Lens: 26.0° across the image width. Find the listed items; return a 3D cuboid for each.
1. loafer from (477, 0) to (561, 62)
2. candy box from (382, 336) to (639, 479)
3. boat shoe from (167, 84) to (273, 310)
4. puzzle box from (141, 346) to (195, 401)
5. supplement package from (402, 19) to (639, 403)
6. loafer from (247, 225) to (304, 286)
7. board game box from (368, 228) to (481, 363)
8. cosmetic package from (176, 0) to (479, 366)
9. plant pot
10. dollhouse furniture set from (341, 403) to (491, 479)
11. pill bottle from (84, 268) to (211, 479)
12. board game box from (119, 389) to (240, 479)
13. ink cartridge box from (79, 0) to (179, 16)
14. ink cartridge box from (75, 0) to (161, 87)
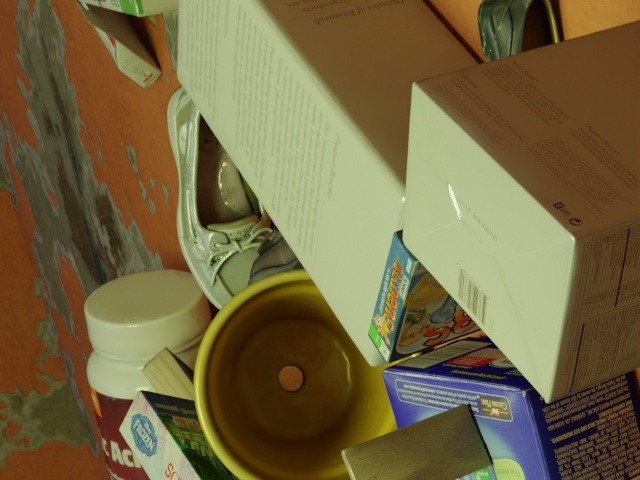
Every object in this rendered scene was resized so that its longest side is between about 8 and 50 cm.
[{"bbox_3d":[0.175,-0.124,1.131,0.061,0.062,0.170,-9,100,63],"label":"loafer"},{"bbox_3d":[0.200,0.260,1.279,0.268,0.122,0.317,-1,104,66],"label":"candy box"},{"bbox_3d":[-0.128,-0.057,1.828,0.103,0.118,0.320,-177,77,-71],"label":"boat shoe"},{"bbox_3d":[-0.081,0.340,1.924,0.272,0.052,0.409,48,179,-43],"label":"puzzle box"},{"bbox_3d":[0.194,-0.028,0.965,0.194,0.203,0.149,51,151,43],"label":"supplement package"},{"bbox_3d":[0.000,0.000,1.615,0.302,0.109,0.095,148,129,-63],"label":"loafer"},{"bbox_3d":[0.142,0.020,1.125,0.035,0.201,0.136,58,154,32],"label":"board game box"},{"bbox_3d":[0.021,-0.129,1.353,0.453,0.162,0.230,56,153,35],"label":"cosmetic package"},{"bbox_3d":[-0.022,0.163,1.598,0.239,0.254,0.254,148,103,-82],"label":"plant pot"},{"bbox_3d":[0.076,0.247,1.232,0.144,0.123,0.151,68,155,11],"label":"dollhouse furniture set"},{"bbox_3d":[-0.244,0.260,2.187,0.224,0.224,0.392,34,138,57],"label":"pill bottle"},{"bbox_3d":[-0.040,0.310,1.648,0.318,0.319,0.066,44,111,50],"label":"board game box"},{"bbox_3d":[-0.255,-0.416,1.851,0.278,0.117,0.201,27,130,61],"label":"ink cartridge box"},{"bbox_3d":[-0.326,-0.316,2.061,0.179,0.045,0.145,29,-156,-54],"label":"ink cartridge box"}]
